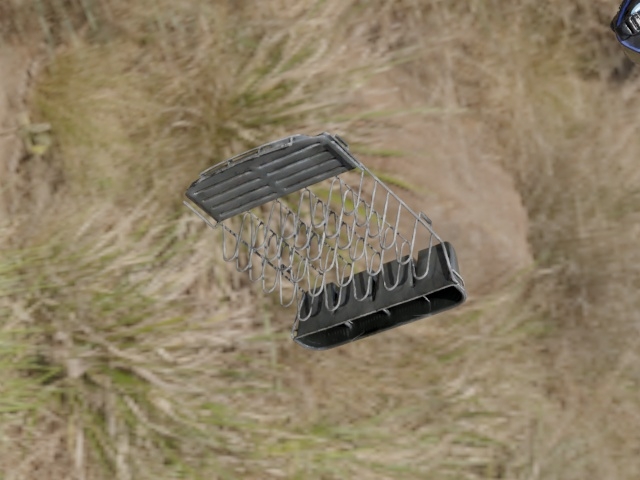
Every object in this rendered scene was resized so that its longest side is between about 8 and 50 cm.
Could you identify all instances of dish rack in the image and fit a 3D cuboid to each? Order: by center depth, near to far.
[{"bbox_3d":[0.000,0.000,1.481,0.271,0.208,0.074,42,38,-40],"label":"dish rack"}]

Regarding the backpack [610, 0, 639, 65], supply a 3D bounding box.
[{"bbox_3d":[0.330,-0.196,1.130,0.173,0.158,0.117,-63,164,3],"label":"backpack"}]
